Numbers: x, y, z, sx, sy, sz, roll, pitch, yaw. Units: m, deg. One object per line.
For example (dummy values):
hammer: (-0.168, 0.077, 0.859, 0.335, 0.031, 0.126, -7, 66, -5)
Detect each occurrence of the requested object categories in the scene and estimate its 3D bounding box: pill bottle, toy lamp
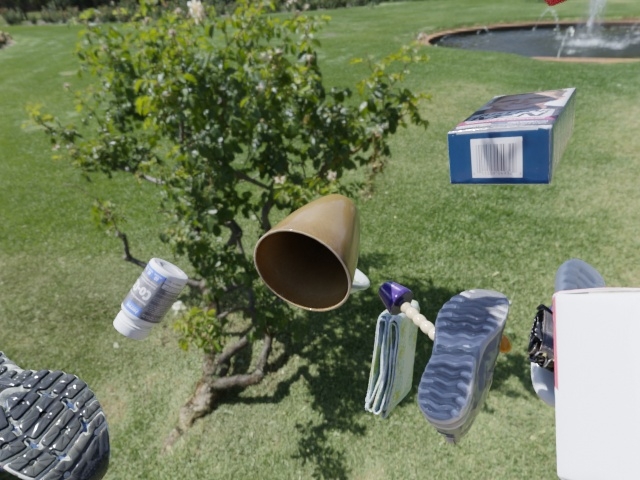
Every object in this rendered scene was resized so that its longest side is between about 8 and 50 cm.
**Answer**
pill bottle: (-0.312, 0.108, 0.785, 0.078, 0.078, 0.137, 34, 90, 45)
toy lamp: (0.239, 0.192, 1.000, 0.080, 0.080, 0.274, -21, 45, -27)

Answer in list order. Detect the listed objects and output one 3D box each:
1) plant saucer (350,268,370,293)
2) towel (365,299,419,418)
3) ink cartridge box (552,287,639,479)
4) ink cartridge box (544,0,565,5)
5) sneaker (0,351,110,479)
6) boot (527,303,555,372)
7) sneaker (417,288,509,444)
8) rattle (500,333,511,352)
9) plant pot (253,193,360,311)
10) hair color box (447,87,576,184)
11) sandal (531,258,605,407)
plant saucer: (-0.023, 0.105, 1.510, 0.400, 0.101, 0.400, 23, 9, -4)
towel: (0.257, 0.378, 1.429, 0.090, 0.321, 0.374, 10, 4, 23)
ink cartridge box: (0.443, 0.187, 0.532, 0.306, 0.226, 0.131, 10, -14, -25)
ink cartridge box: (0.306, -0.404, 0.483, 0.197, 0.114, 0.273, 38, 15, -12)
sneaker: (-0.421, 0.263, 0.614, 0.329, 0.147, 0.130, 16, 37, 24)
boot: (0.506, 0.273, 0.834, 0.228, 0.091, 0.263, 27, 46, -1)
sneaker: (0.237, 0.195, 0.708, 0.105, 0.115, 0.281, 9, 45, 38)
rattle: (0.484, 0.241, 1.172, 0.142, 0.200, 0.130, 39, 53, 20)
plant pot: (0.000, 0.000, 1.046, 0.237, 0.237, 0.254, 9, 39, 20)
hair color box: (0.396, -0.217, 0.860, 0.173, 0.105, 0.347, 6, 28, 34)
sandal: (0.586, 0.221, 1.012, 0.169, 0.102, 0.416, 36, 57, 6)
